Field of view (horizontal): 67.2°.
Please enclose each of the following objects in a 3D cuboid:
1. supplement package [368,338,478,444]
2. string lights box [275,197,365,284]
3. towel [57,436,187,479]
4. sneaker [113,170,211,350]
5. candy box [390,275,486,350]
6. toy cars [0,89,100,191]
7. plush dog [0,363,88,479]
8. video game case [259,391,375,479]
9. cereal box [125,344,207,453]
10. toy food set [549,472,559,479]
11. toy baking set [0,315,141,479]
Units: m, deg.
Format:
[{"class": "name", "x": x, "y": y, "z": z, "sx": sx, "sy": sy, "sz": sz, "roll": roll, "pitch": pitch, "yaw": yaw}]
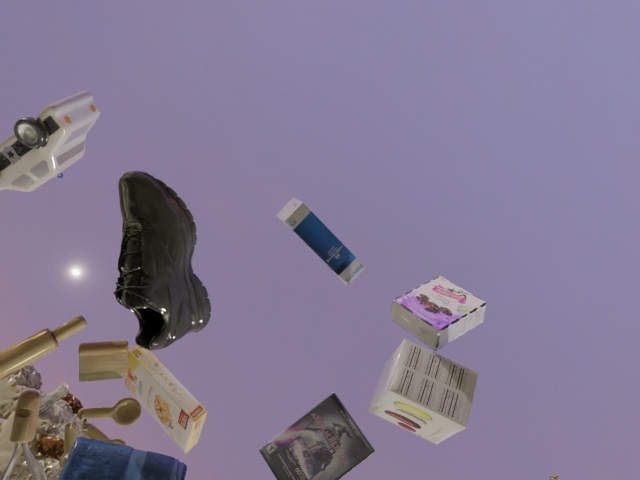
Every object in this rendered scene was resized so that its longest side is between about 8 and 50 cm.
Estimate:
[{"class": "supplement package", "x": 0.259, "y": 0.392, "z": 1.239, "sx": 0.203, "sy": 0.194, "sz": 0.149, "roll": 24, "pitch": -126, "yaw": 6}, {"class": "string lights box", "x": 0.000, "y": 0.000, "z": 1.358, "sx": 0.077, "sy": 0.133, "sz": 0.260, "roll": -45, "pitch": -73, "yaw": -3}, {"class": "towel", "x": -0.199, "y": 0.242, "z": 0.484, "sx": 0.119, "sy": 0.067, "sz": 0.029, "roll": 20, "pitch": -42, "yaw": -14}, {"class": "sneaker", "x": -0.257, "y": 0.038, "z": 0.737, "sx": 0.108, "sy": 0.130, "sz": 0.287, "roll": -2, "pitch": -70, "yaw": 32}, {"class": "candy box", "x": 0.315, "y": 0.188, "z": 1.289, "sx": 0.164, "sy": 0.196, "sz": 0.070, "roll": 32, "pitch": -48, "yaw": 44}, {"class": "toy cars", "x": -0.426, "y": -0.040, "z": 0.581, "sx": 0.393, "sy": 0.176, "sz": 0.087, "roll": -41, "pitch": -67, "yaw": -17}, {"class": "plush dog", "x": -0.475, "y": 0.362, "z": 0.833, "sx": 0.210, "sy": 0.226, "sz": 0.263, "roll": 5, "pitch": -121, "yaw": 4}, {"class": "video game case", "x": -0.012, "y": 0.596, "z": 1.367, "sx": 0.274, "sy": 0.026, "sz": 0.196, "roll": -38, "pitch": -106, "yaw": 1}, {"class": "cereal box", "x": -0.377, "y": 0.379, "z": 1.157, "sx": 0.240, "sy": 0.047, "sz": 0.173, "roll": 39, "pitch": -47, "yaw": 18}, {"class": "toy food set", "x": 0.341, "y": 0.422, "z": 0.723, "sx": 0.019, "sy": 0.077, "sz": 0.122, "roll": 7, "pitch": -75, "yaw": 57}, {"class": "toy baking set", "x": -0.343, "y": 0.219, "z": 0.584, "sx": 0.256, "sy": 0.030, "sz": 0.197, "roll": -26, "pitch": -85, "yaw": -23}]
